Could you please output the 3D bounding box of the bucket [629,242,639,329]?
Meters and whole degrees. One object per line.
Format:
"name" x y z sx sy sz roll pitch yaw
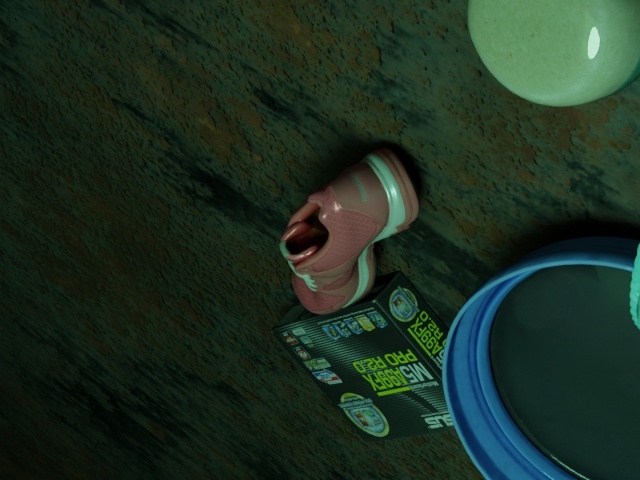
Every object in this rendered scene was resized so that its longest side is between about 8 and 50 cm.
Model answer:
"bucket" 0.395 0.009 1.297 0.183 0.281 0.281 27 146 31

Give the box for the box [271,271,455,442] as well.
"box" 0.081 0.160 2.050 0.216 0.060 0.270 51 149 -13

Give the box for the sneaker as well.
"sneaker" 0.000 -0.001 1.843 0.116 0.136 0.314 61 152 19

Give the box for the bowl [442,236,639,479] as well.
"bowl" 0.322 0.169 1.665 0.391 0.077 0.391 16 128 22

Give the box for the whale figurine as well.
"whale figurine" 0.211 -0.255 1.336 0.216 0.141 0.272 -3 102 51
